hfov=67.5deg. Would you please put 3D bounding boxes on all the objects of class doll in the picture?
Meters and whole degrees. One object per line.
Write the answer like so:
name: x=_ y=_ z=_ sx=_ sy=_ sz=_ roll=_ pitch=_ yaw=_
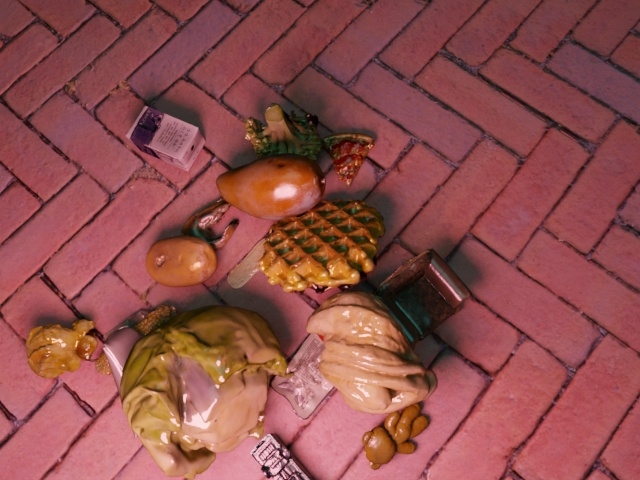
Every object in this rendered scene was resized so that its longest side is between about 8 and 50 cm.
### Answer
doll: x=0.205 y=0.538 z=1.341 sx=0.209 sy=0.097 sz=0.137 roll=-26 pitch=104 yaw=-20

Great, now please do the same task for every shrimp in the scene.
shrimp: x=-0.339 y=-0.052 z=1.566 sx=0.254 sy=0.059 sz=0.145 roll=-30 pitch=76 yaw=-5

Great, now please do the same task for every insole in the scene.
insole: x=-0.200 y=0.057 z=1.546 sx=0.248 sy=0.011 sz=0.081 roll=-44 pitch=75 yaw=-9

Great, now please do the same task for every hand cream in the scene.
hand cream: x=-0.604 y=0.273 z=1.503 sx=0.165 sy=0.037 sz=0.057 roll=-38 pitch=74 yaw=0

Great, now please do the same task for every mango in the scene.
mango: x=-0.157 y=-0.162 z=1.461 sx=0.383 sy=0.221 sz=0.199 roll=2 pitch=104 yaw=28

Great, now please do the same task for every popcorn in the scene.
popcorn: x=-0.768 y=0.329 z=1.437 sx=0.195 sy=0.173 sz=0.169 roll=-5 pitch=110 yaw=-23

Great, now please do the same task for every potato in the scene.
potato: x=-0.433 y=0.070 z=1.494 sx=0.233 sy=0.146 sz=0.150 roll=-3 pitch=53 yaw=19

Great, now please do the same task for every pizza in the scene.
pizza: x=0.090 y=-0.275 z=1.603 sx=0.188 sy=0.062 sz=0.199 roll=-4 pitch=74 yaw=5

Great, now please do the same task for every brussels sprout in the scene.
brussels sprout: x=-0.321 y=0.363 z=1.288 sx=0.425 sy=0.343 sz=0.361 roll=-28 pitch=38 yaw=-34

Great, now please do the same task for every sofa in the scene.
sofa: x=0.285 y=0.168 z=1.370 sx=0.258 sy=0.182 sz=0.200 roll=-34 pitch=74 yaw=-18

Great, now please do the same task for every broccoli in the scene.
broccoli: x=-0.120 y=-0.355 z=1.547 sx=0.247 sy=0.243 sz=0.263 roll=-43 pitch=71 yaw=-7

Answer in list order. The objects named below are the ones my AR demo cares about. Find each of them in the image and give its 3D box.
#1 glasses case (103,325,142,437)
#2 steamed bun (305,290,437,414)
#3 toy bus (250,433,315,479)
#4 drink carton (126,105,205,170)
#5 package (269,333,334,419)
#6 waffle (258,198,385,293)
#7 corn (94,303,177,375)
glasses case: x=-0.521 y=0.398 z=1.359 sx=0.083 sy=0.128 sz=0.308 roll=-18 pitch=93 yaw=6
steamed bun: x=0.113 y=0.308 z=1.280 sx=0.230 sy=0.325 sz=0.372 roll=-38 pitch=76 yaw=-14
toy bus: x=-0.076 y=0.647 z=1.304 sx=0.091 sy=0.109 sz=0.262 roll=-42 pitch=76 yaw=-10
drink carton: x=-0.528 y=-0.350 z=1.651 sx=0.222 sy=0.102 sz=0.134 roll=24 pitch=74 yaw=11
package: x=-0.029 y=0.394 z=1.419 sx=0.166 sy=0.040 sz=0.232 roll=38 pitch=71 yaw=11
waffle: x=0.000 y=0.000 z=1.429 sx=0.379 sy=0.095 sz=0.382 roll=-5 pitch=40 yaw=15
corn: x=-0.555 y=0.298 z=1.460 sx=0.288 sy=0.086 sz=0.086 roll=-39 pitch=74 yaw=-6
